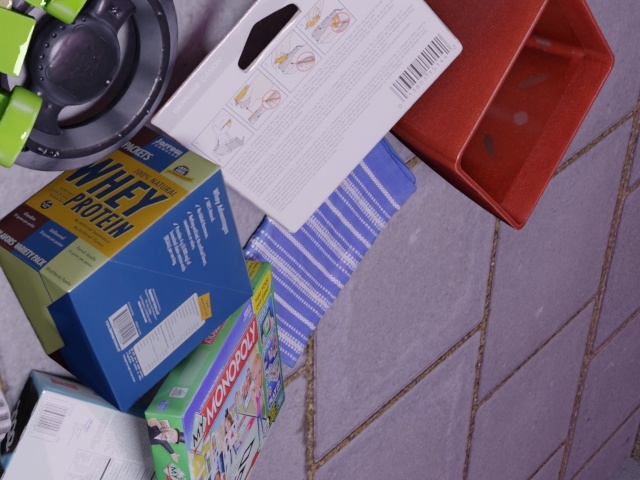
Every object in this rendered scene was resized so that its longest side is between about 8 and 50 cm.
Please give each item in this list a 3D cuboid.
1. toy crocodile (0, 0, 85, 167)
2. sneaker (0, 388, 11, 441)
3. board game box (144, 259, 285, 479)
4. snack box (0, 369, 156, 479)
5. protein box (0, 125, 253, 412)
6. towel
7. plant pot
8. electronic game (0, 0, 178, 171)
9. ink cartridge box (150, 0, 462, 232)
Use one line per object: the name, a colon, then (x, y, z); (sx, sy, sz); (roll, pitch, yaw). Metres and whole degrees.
toy crocodile: (-0.265, -0.177, 0.900); (0.115, 0.105, 0.341); (24, 98, -20)
sneaker: (-0.358, 0.080, 0.986); (0.105, 0.115, 0.281); (-26, 140, -31)
board game box: (-0.114, 0.193, 1.294); (0.317, 0.046, 0.214); (-63, 153, -57)
snack box: (-0.301, 0.322, 1.243); (0.187, 0.060, 0.322); (24, 95, -32)
protein box: (-0.199, 0.026, 1.148); (0.201, 0.136, 0.200); (-43, 144, -27)
towel: (0.000, 0.000, 1.506); (0.336, 0.040, 0.243); (-56, 147, -8)
plant pot: (0.186, -0.208, 1.420); (0.267, 0.235, 0.267); (-61, 148, -2)
electronic game: (-0.231, -0.171, 1.031); (0.229, 0.048, 0.229); (-27, 134, -32)
ink cartridge box: (-0.018, -0.185, 1.216); (0.296, 0.066, 0.261); (-47, 134, 4)
